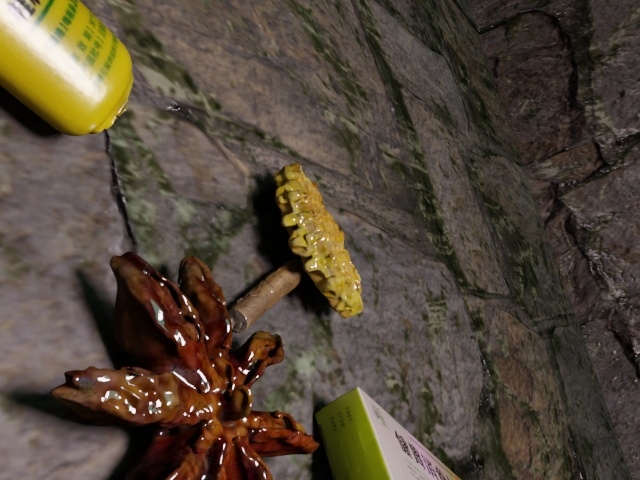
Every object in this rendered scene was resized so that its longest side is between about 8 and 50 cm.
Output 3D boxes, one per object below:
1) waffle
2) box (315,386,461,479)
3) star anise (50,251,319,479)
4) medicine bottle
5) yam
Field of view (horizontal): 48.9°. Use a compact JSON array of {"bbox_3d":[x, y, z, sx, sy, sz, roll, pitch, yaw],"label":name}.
[{"bbox_3d":[-0.001,0.001,0.806,0.191,0.038,0.191,62,10,-20],"label":"waffle"},{"bbox_3d":[0.105,0.291,0.745,0.260,0.062,0.175,46,14,-36],"label":"box"},{"bbox_3d":[-0.088,0.138,0.535,0.288,0.088,0.288,38,42,-45],"label":"star anise"},{"bbox_3d":[-0.256,-0.195,0.475,0.309,0.076,0.111,44,29,-38],"label":"medicine bottle"},{"bbox_3d":[-0.053,0.053,0.720,0.032,0.032,0.145,65,28,-8],"label":"yam"}]
